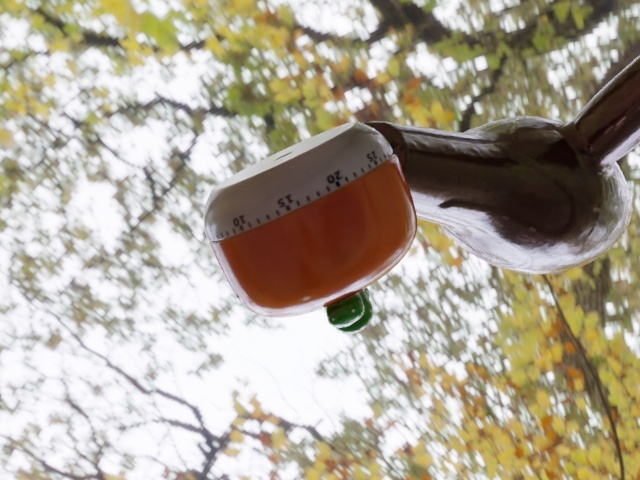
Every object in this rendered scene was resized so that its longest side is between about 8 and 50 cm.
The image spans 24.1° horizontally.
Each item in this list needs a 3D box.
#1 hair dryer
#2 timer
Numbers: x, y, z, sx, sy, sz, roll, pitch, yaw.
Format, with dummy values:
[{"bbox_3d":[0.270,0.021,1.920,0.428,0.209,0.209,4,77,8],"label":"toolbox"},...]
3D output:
[{"bbox_3d":[0.210,-0.110,1.095,0.340,0.312,0.123,-42,-120,23],"label":"hair dryer"},{"bbox_3d":[0.000,0.000,0.938,0.136,0.099,0.136,-2,-77,-7],"label":"timer"}]
